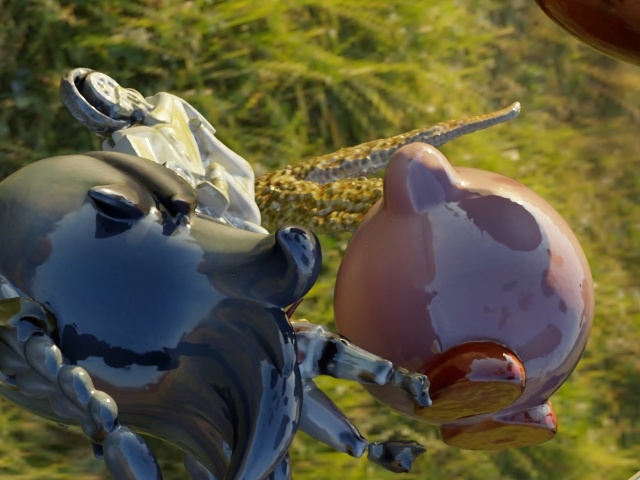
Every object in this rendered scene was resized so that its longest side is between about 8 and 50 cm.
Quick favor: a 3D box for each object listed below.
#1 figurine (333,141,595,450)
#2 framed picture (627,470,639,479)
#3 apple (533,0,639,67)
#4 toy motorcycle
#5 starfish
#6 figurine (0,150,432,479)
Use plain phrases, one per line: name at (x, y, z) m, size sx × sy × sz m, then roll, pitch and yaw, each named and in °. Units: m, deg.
figurine at (0.089, 0.036, 1.063) m, size 0.173 × 0.173 × 0.173 m, roll 10°, pitch 76°, yaw -46°
framed picture at (0.378, 0.226, 1.653) m, size 0.203 × 0.150 × 0.015 m, roll -32°, pitch 104°, yaw -22°
apple at (0.219, -0.208, 1.004) m, size 0.230 × 0.230 × 0.230 m, roll 10°, pitch 76°, yaw -46°
toy motorcycle at (-0.099, -0.039, 1.238) m, size 0.229 × 0.074 × 0.151 m, roll 53°, pitch 25°, yaw 21°
starfish at (-0.003, -0.011, 1.651) m, size 0.398 × 0.384 × 0.132 m, roll -32°, pitch 107°, yaw -65°
figurine at (-0.085, 0.050, 0.933) m, size 0.197 × 0.265 × 0.175 m, roll 31°, pitch 79°, yaw -48°
